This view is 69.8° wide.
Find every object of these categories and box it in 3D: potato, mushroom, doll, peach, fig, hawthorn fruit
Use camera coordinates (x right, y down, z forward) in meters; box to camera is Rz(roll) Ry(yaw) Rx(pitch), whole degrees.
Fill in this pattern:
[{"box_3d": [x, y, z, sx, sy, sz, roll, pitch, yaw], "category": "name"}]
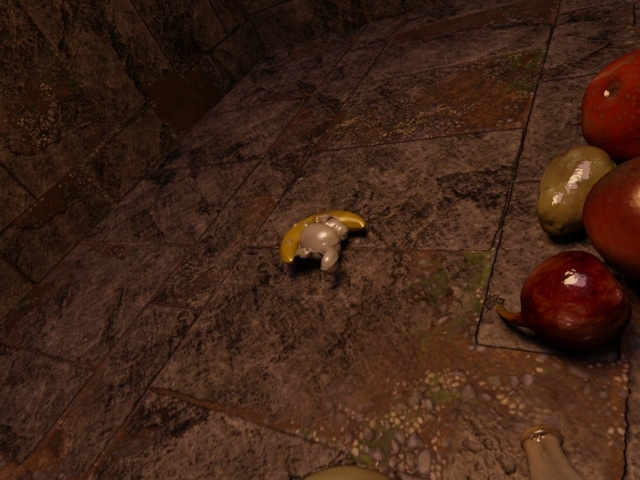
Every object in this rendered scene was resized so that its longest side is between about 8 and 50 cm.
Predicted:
[{"box_3d": [0.530, -0.097, 0.963, 0.194, 0.157, 0.157, -46, 39, -19], "category": "potato"}, {"box_3d": [0.355, 0.353, 0.587, 0.118, 0.103, 0.270, -38, 32, -11], "category": "mushroom"}, {"box_3d": [0.000, 0.000, 1.237, 0.252, 0.111, 0.237, 9, 35, 41], "category": "doll"}, {"box_3d": [0.580, -0.040, 0.776, 0.252, 0.252, 0.252, -18, 38, 15], "category": "peach"}, {"box_3d": [0.410, 0.116, 0.796, 0.207, 0.175, 0.175, -31, 34, 22], "category": "fig"}, {"box_3d": [0.700, -0.274, 0.975, 0.300, 0.275, 0.275, 3, 46, 51], "category": "hawthorn fruit"}]

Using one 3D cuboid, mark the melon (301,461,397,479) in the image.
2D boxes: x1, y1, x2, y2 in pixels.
[{"box_3d": [0.028, 0.437, 0.562, 0.268, 0.268, 0.330, -2, 36, 32], "category": "melon"}]
